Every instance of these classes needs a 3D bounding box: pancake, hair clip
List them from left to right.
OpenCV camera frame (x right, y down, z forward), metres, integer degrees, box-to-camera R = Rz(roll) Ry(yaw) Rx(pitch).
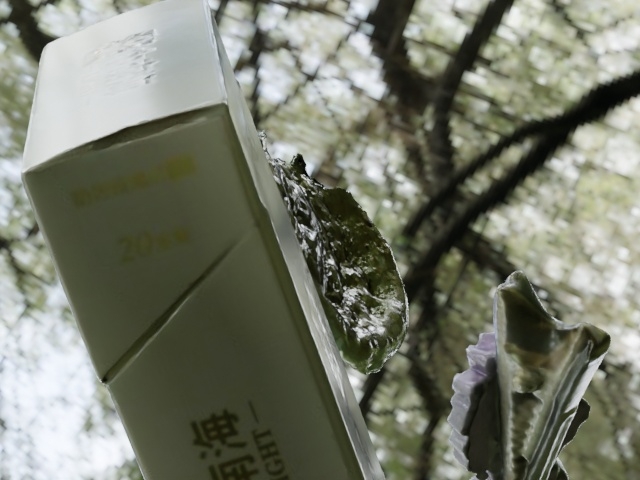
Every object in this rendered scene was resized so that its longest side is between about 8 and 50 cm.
[{"bbox_3d":[0.001,0.006,0.792,0.022,0.116,0.129,-31,-21,19],"label":"pancake"},{"bbox_3d":[0.125,0.134,1.061,0.106,0.084,0.292,-35,-39,-36],"label":"hair clip"}]

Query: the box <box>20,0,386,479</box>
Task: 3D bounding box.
[{"bbox_3d":[-0.025,0.051,0.594,0.067,0.155,0.243,-20,-70,0],"label":"box"}]
